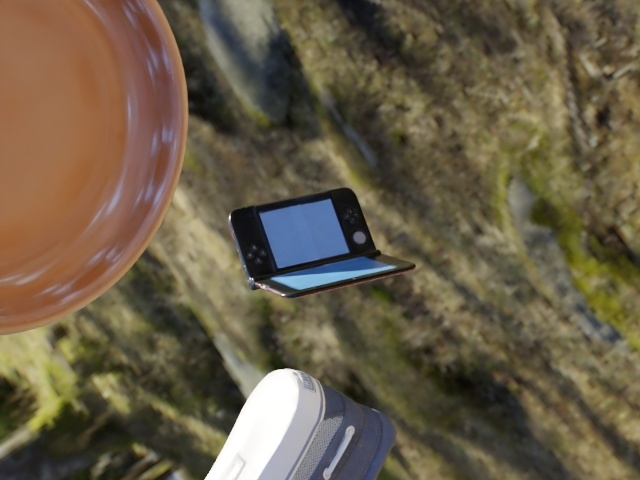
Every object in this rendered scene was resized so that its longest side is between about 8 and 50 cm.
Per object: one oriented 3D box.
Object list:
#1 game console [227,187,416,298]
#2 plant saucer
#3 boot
[{"bbox_3d":[0.000,0.000,1.344,0.085,0.144,0.124,-48,57,59],"label":"game console"},{"bbox_3d":[-0.154,-0.055,0.655,0.037,0.200,0.200,18,138,49],"label":"plant saucer"},{"bbox_3d":[-0.032,0.170,0.802,0.086,0.190,0.069,28,-170,-34],"label":"boot"}]
